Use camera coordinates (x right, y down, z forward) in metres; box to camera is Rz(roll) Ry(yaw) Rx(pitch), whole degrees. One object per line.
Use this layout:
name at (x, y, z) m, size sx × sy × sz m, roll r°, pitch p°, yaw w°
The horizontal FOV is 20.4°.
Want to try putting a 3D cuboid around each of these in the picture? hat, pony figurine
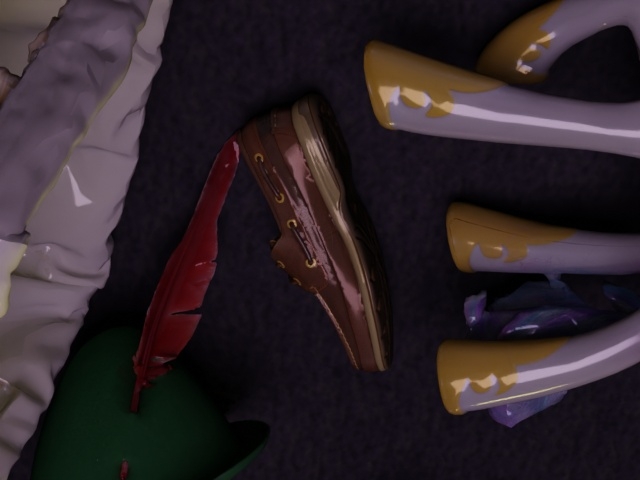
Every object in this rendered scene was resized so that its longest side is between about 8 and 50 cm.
hat at (-0.137, 0.067, 1.080) m, size 0.173 × 0.208 × 0.183 m, roll -13°, pitch 102°, yaw 43°
pony figurine at (0.239, 0.000, 0.990) m, size 0.364 × 0.303 × 0.351 m, roll -9°, pitch 104°, yaw 21°

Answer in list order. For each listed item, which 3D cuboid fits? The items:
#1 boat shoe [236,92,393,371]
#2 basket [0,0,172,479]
boat shoe at (0.000, 0.000, 1.084) m, size 0.060 × 0.064 × 0.178 m, roll -16°, pitch 105°, yaw 13°
basket at (-0.250, -0.019, 0.909) m, size 0.266 × 0.328 × 0.331 m, roll 19°, pitch 130°, yaw -1°
